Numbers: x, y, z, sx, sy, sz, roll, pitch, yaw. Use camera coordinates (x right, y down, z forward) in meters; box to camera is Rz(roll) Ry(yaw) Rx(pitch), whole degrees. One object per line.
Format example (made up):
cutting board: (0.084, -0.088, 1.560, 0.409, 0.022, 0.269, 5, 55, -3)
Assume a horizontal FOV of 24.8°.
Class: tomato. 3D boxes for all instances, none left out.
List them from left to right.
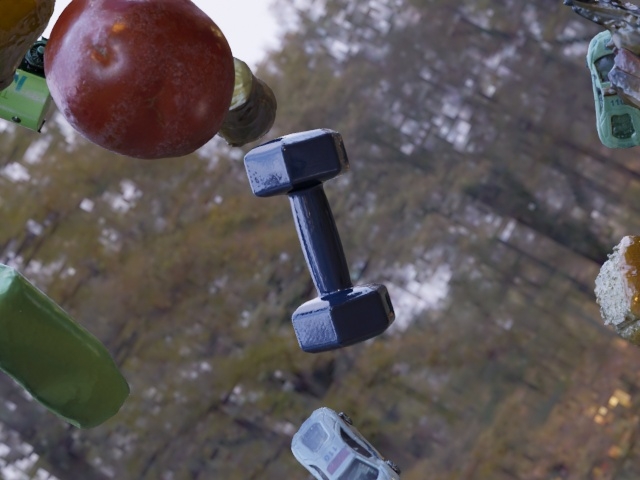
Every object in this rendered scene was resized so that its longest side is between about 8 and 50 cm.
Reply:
tomato: (-0.204, -0.204, 1.682, 0.189, 0.232, 0.232, -54, -11, 20)

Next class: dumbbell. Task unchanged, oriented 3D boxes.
dumbbell: (0.000, 0.000, 2.148, 0.160, 0.325, 0.144, -15, 4, 43)

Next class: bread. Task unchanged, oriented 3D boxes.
bread: (0.536, 0.103, 2.269, 0.121, 0.245, 0.174, -41, 30, 30)

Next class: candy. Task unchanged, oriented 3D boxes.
candy: (-0.453, 0.175, 2.385, 0.142, 0.132, 0.343, -46, -54, -8)

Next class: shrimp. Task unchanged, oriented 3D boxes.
shrimp: (0.339, -0.156, 1.372, 0.059, 0.254, 0.145, 94, -165, -57)

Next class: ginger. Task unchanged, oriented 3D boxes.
ginger: (-0.131, -0.218, 2.358, 0.116, 0.109, 0.263, -31, -10, 2)

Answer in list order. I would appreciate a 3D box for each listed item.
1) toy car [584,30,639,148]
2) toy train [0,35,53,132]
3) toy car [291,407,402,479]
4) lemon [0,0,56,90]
toy car: (0.452, -0.229, 2.223, 0.058, 0.093, 0.186, -41, -57, -64)
toy train: (-0.527, -0.262, 2.326, 0.105, 0.253, 0.157, 118, 169, -53)
toy car: (0.038, 0.316, 2.043, 0.095, 0.205, 0.056, -50, -43, 2)
lemon: (-0.476, -0.346, 1.771, 0.336, 0.336, 0.336, -55, -15, -23)
